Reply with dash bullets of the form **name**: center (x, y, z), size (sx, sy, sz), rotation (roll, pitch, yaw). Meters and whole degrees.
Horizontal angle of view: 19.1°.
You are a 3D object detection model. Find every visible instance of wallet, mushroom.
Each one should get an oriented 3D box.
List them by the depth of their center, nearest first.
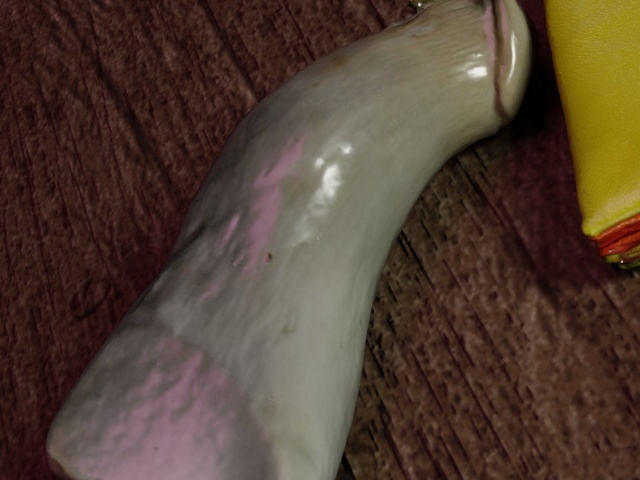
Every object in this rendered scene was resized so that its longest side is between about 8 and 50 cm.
- **wallet**: center (0.203, -0.100, 1.059), size (0.141, 0.067, 0.241), rotation (-23, 43, 22)
- **mushroom**: center (0.001, -0.001, 1.108), size (0.177, 0.126, 0.397), rotation (2, 54, 36)
